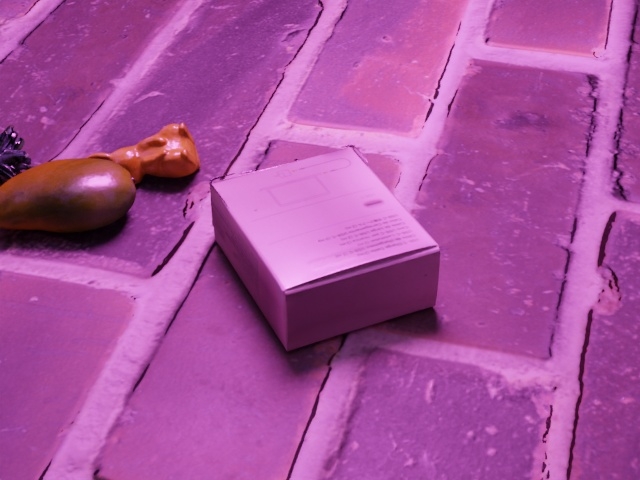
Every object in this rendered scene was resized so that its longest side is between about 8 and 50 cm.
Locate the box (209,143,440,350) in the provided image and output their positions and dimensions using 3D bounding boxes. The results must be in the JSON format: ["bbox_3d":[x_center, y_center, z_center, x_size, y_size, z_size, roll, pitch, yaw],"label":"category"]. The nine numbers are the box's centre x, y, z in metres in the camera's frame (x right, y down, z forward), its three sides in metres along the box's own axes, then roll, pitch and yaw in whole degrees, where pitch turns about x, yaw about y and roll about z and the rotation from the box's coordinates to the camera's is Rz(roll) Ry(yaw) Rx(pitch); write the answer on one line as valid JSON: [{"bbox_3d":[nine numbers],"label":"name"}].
[{"bbox_3d":[0.000,0.000,1.432,0.203,0.106,0.251,-15,39,-20],"label":"box"}]

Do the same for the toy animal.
[{"bbox_3d":[-0.253,-0.110,1.623,0.160,0.083,0.070,-12,64,3],"label":"toy animal"}]

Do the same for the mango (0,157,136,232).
[{"bbox_3d":[-0.340,-0.063,1.535,0.191,0.085,0.122,1,40,0],"label":"mango"}]

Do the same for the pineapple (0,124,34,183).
[{"bbox_3d":[-0.506,-0.096,1.577,0.221,0.083,0.103,-15,11,-14],"label":"pineapple"}]
